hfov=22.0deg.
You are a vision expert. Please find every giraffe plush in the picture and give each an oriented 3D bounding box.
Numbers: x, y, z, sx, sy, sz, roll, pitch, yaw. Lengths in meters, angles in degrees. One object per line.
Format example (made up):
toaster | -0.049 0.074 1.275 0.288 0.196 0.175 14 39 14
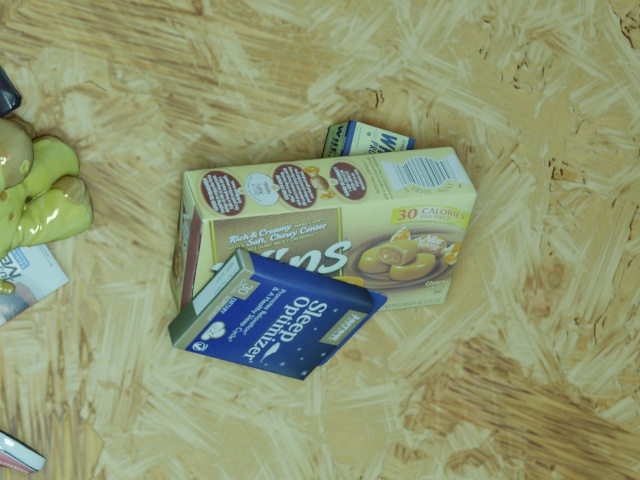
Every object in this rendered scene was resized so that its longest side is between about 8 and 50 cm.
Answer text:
giraffe plush | -0.348 -0.065 1.692 0.181 0.170 0.210 30 65 18

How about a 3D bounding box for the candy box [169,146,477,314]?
candy box | 0.000 0.000 1.832 0.316 0.183 0.087 -6 46 -18

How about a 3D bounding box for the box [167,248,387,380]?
box | -0.039 0.089 1.817 0.225 0.036 0.136 17 128 -39

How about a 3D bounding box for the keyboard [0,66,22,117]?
keyboard | -0.425 -0.147 1.782 0.180 0.023 0.108 -36 106 -16

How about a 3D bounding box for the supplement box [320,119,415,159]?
supplement box | 0.053 -0.098 1.903 0.083 0.083 0.056 15 84 -17

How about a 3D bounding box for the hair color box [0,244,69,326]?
hair color box | -0.369 0.052 1.779 0.167 0.053 0.093 -35 99 -15

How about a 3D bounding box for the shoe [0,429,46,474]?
shoe | -0.390 0.227 1.765 0.178 0.063 0.081 28 82 -10
